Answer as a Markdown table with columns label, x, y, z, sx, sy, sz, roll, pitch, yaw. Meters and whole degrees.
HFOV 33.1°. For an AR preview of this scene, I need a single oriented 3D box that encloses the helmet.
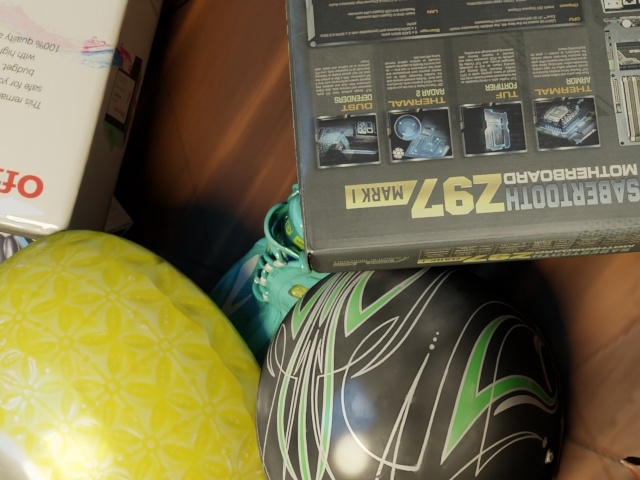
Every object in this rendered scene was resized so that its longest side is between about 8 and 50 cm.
| label | x | y | z | sx | sy | sz | roll | pitch | yaw |
| --- | --- | --- | --- | --- | --- | --- | --- | --- | --- |
| helmet | 0.043 | 0.092 | 0.599 | 0.169 | 0.161 | 0.170 | -4 | 84 | 42 |

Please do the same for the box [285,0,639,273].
| label | x | y | z | sx | sy | sz | roll | pitch | yaw |
| --- | --- | --- | --- | --- | --- | --- | --- | --- | --- |
| box | 0.100 | -0.083 | 0.560 | 0.232 | 0.059 | 0.184 | -5 | 77 | 1 |

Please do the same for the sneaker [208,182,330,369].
| label | x | y | z | sx | sy | sz | roll | pitch | yaw |
| --- | --- | --- | --- | --- | --- | --- | --- | --- | --- |
| sneaker | 0.000 | 0.000 | 0.689 | 0.275 | 0.110 | 0.107 | -41 | 59 | 30 |

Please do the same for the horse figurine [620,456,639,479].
| label | x | y | z | sx | sy | sz | roll | pitch | yaw |
| --- | --- | --- | --- | --- | --- | --- | --- | --- | --- |
| horse figurine | 0.229 | 0.214 | 0.486 | 0.263 | 0.066 | 0.175 | 39 | 104 | 35 |

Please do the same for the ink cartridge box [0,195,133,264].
| label | x | y | z | sx | sy | sz | roll | pitch | yaw |
| --- | --- | --- | --- | --- | --- | --- | --- | --- | --- |
| ink cartridge box | -0.290 | -0.029 | 0.950 | 0.206 | 0.045 | 0.208 | -44 | 77 | 28 |

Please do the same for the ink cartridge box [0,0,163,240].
| label | x | y | z | sx | sy | sz | roll | pitch | yaw |
| --- | --- | --- | --- | --- | --- | --- | --- | --- | --- |
| ink cartridge box | -0.245 | -0.147 | 0.836 | 0.201 | 0.117 | 0.278 | 12 | 81 | 4 |

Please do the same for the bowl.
| label | x | y | z | sx | sy | sz | roll | pitch | yaw |
| --- | --- | --- | --- | --- | --- | --- | --- | --- | --- |
| bowl | -0.175 | 0.153 | 0.717 | 0.289 | 0.156 | 0.290 | 16 | 119 | 31 |
